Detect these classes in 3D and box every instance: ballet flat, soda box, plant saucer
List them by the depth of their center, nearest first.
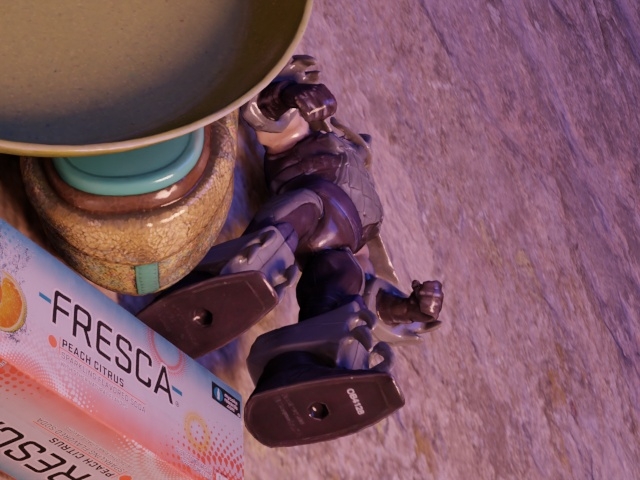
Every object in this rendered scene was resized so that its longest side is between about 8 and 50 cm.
[{"bbox_3d":[-0.105,0.056,0.587,0.183,0.058,0.063,43,32,-42],"label":"soda box"},{"bbox_3d":[-0.122,-0.122,0.608,0.241,0.037,0.241,10,54,-14],"label":"plant saucer"},{"bbox_3d":[-0.097,-0.128,0.725,0.123,0.123,0.348,36,39,-48],"label":"ballet flat"}]

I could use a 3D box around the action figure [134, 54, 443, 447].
[{"bbox_3d":[0.000,0.000,0.811,0.185,0.099,0.285,53,24,-16],"label":"action figure"}]
